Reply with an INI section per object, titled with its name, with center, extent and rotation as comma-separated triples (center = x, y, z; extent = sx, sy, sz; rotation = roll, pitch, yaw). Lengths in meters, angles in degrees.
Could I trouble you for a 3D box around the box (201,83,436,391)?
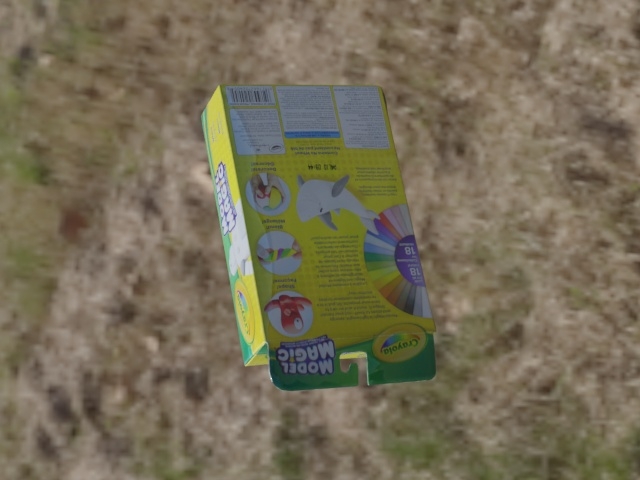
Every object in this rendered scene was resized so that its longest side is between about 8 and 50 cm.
[box]
center = 0.000, 0.000, 0.872
extent = 0.043, 0.105, 0.179
rotation = 129, 135, -57
